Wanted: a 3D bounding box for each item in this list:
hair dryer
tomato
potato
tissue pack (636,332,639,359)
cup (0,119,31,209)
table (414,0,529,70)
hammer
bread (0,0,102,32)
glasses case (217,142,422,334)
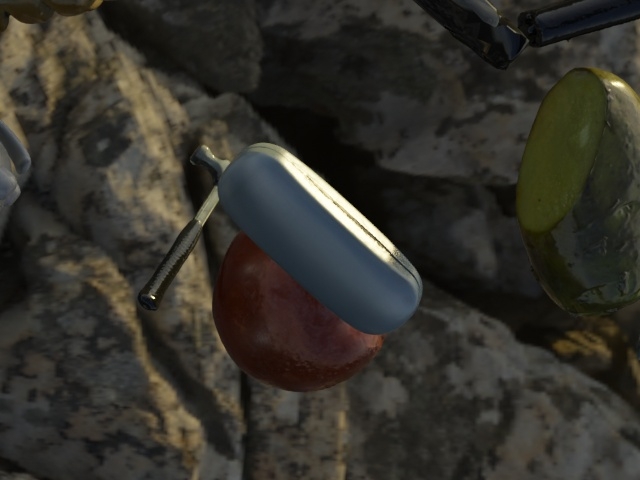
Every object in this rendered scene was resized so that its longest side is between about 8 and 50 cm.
[{"bbox_3d":[0.294,-0.228,1.241,0.251,0.197,0.089,-17,106,-11],"label":"hair dryer"},{"bbox_3d":[-0.025,0.067,1.548,0.208,0.184,0.208,39,42,-47],"label":"tomato"},{"bbox_3d":[0.305,-0.052,1.558,0.176,0.141,0.298,-21,111,-37],"label":"potato"},{"bbox_3d":[0.555,0.014,1.902,0.128,0.228,0.311,15,73,-14],"label":"tissue pack"},{"bbox_3d":[-0.406,-0.076,1.508,0.142,0.173,0.134,40,95,-3],"label":"cup"},{"bbox_3d":[0.048,-0.210,0.623,0.249,0.317,0.317,33,62,18],"label":"table"},{"bbox_3d":[-0.148,-0.004,1.608,0.103,0.029,0.246,37,47,-13],"label":"hammer"},{"bbox_3d":[-0.218,-0.200,0.921,0.225,0.081,0.134,-14,77,-5],"label":"bread"},{"bbox_3d":[0.000,0.000,1.028,0.178,0.067,0.045,43,34,-8],"label":"glasses case"}]
